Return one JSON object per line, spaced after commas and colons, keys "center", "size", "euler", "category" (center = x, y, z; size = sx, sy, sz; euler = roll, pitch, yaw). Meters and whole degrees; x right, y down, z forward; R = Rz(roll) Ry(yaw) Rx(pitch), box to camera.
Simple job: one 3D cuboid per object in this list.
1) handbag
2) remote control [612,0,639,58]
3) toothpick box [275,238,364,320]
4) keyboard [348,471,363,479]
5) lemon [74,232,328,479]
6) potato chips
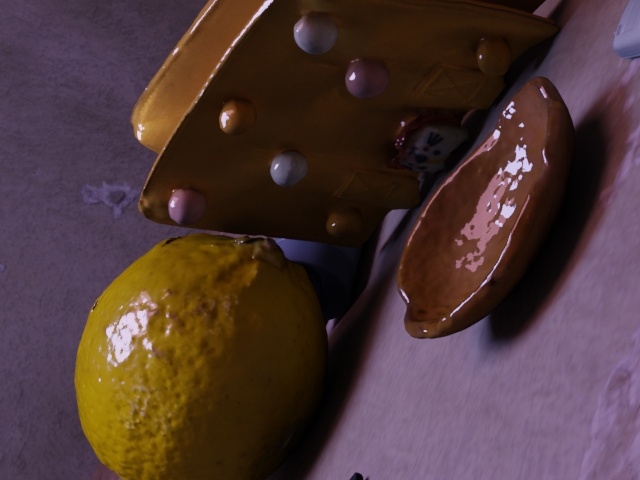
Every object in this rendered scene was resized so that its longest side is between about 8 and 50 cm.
{"center": [0.015, -0.133, 1.428], "size": [0.401, 0.283, 0.133], "euler": [-48, 42, 47], "category": "handbag"}
{"center": [0.237, -0.160, 1.035], "size": [0.061, 0.029, 0.162], "euler": [-64, 9, -4], "category": "remote control"}
{"center": [0.000, 0.000, 1.671], "size": [0.101, 0.101, 0.153], "euler": [-54, 14, 47], "category": "toothpick box"}
{"center": [-0.014, 0.278, 1.312], "size": [0.204, 0.013, 0.061], "euler": [-56, 13, 38], "category": "keyboard"}
{"center": [-0.117, 0.125, 1.539], "size": [0.253, 0.253, 0.310], "euler": [-82, 17, -59], "category": "lemon"}
{"center": [0.133, -0.016, 1.128], "size": [0.208, 0.062, 0.195], "euler": [-66, 15, -15], "category": "potato chips"}
